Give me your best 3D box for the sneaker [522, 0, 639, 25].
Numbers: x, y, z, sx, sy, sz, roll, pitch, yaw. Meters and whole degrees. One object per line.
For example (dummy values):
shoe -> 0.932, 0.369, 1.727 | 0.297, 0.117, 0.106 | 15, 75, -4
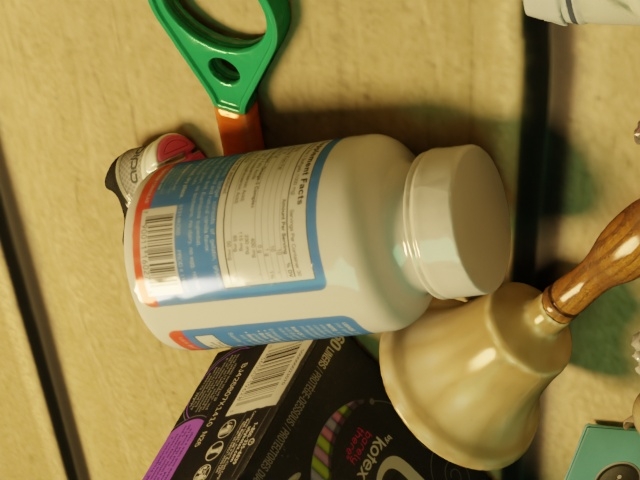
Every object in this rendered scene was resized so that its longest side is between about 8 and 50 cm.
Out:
sneaker -> 0.140, -0.195, 0.880 | 0.091, 0.094, 0.258 | 8, 150, 14

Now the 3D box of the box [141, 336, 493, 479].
box -> 0.019, 0.214, 1.434 | 0.270, 0.165, 0.143 | 45, 144, -21

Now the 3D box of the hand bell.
hand bell -> 0.154, 0.034, 1.172 | 0.126, 0.126, 0.242 | 38, 134, -10

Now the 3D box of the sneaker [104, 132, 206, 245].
sneaker -> -0.095, -0.002, 1.337 | 0.075, 0.063, 0.170 | -1, 131, 39

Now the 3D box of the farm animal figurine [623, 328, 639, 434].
farm animal figurine -> 0.251, 0.133, 0.985 | 0.172, 0.326, 0.330 | 14, 158, -24

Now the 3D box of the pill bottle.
pill bottle -> 0.000, 0.000, 1.190 | 0.221, 0.124, 0.124 | -6, 133, 27

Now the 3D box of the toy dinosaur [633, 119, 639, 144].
toy dinosaur -> 0.245, -0.128, 0.844 | 0.296, 0.127, 0.200 | -8, 131, 50

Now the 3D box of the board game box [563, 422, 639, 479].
board game box -> 0.281, 0.247, 1.185 | 0.336, 0.254, 0.079 | 0, 140, 39

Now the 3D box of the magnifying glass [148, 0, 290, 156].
magnifying glass -> -0.056, -0.105, 1.206 | 0.092, 0.026, 0.231 | 17, 143, 20
